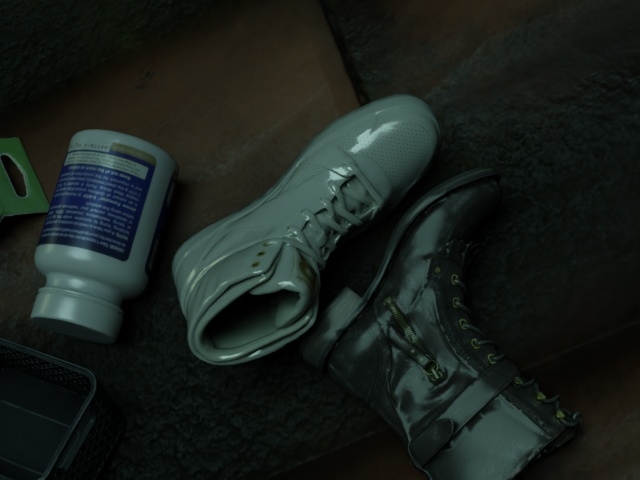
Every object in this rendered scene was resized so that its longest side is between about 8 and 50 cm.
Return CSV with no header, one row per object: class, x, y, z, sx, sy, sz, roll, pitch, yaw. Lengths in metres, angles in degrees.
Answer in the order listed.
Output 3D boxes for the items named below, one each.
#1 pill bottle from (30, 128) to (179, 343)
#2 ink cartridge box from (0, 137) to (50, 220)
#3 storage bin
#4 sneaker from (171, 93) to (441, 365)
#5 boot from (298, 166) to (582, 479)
pill bottle,-0.212,-0.002,1.146,0.112,0.112,0.187,8,72,20
ink cartridge box,-0.396,-0.043,1.216,0.109,0.209,0.062,59,136,27
storage bin,-0.290,0.169,1.108,0.180,0.084,0.122,15,62,23
sneaker,0.000,0.000,1.046,0.292,0.108,0.169,-38,26,9
boot,0.133,0.092,1.030,0.229,0.091,0.263,41,89,20
